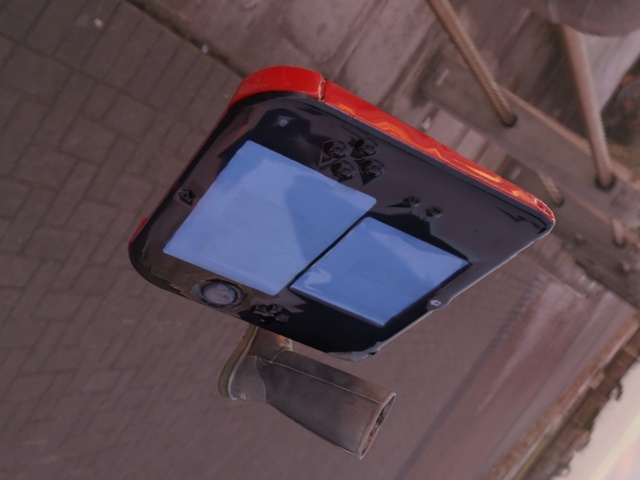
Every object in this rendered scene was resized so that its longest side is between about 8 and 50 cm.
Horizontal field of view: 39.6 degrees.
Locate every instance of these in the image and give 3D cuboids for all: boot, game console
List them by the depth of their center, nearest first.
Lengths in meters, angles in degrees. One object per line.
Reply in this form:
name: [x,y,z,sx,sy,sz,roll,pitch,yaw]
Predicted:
game console: [0.000,0.000,0.957,0.386,0.342,0.060,-43,-154,48]
boot: [-0.003,0.165,1.137,0.076,0.208,0.190,74,36,-50]
